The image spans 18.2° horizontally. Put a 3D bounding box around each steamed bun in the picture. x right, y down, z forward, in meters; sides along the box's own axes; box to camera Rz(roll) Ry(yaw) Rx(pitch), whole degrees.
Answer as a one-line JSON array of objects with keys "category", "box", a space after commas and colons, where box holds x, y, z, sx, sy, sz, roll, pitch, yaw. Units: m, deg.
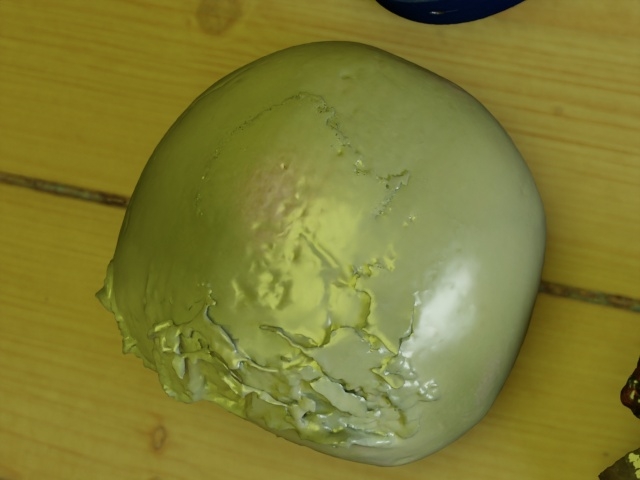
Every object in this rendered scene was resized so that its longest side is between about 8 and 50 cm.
[{"category": "steamed bun", "box": [0.000, 0.000, 1.518, 0.334, 0.233, 0.312, 17, 91, 14]}]

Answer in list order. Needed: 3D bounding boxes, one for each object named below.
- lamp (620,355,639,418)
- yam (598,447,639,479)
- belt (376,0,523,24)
[{"category": "lamp", "box": [0.344, 0.123, 1.429, 0.258, 0.180, 0.180, 19, 90, -8]}, {"category": "yam", "box": [0.274, 0.213, 1.508, 0.084, 0.084, 0.127, -34, 75, 10]}, {"category": "belt", "box": [0.150, -0.324, 1.564, 0.212, 0.117, 0.347, 42, 97, 16]}]
